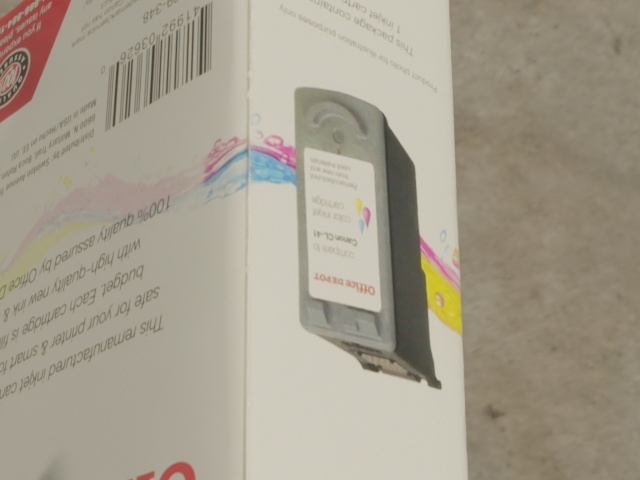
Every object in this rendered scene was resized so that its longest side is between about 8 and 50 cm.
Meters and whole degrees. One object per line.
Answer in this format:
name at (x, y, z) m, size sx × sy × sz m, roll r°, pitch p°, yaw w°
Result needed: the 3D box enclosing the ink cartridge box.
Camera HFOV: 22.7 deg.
ink cartridge box at (-0.059, 0.020, 0.681) m, size 0.131 × 0.226 × 0.306 m, roll 21°, pitch 58°, yaw -39°
